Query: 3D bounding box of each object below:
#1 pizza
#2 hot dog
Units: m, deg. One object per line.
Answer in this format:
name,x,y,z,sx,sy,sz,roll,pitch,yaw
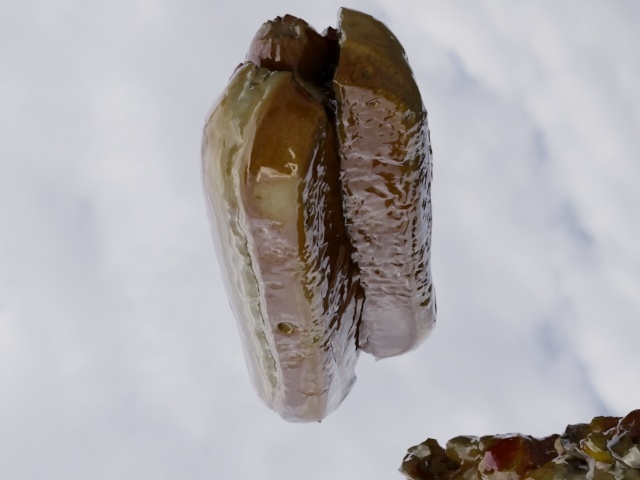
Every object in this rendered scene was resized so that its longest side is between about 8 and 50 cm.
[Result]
pizza,0.130,0.086,0.607,0.188,0.199,0.062,16,-110,-8
hot dog,0.000,0.000,0.656,0.092,0.235,0.062,-38,-115,-20
